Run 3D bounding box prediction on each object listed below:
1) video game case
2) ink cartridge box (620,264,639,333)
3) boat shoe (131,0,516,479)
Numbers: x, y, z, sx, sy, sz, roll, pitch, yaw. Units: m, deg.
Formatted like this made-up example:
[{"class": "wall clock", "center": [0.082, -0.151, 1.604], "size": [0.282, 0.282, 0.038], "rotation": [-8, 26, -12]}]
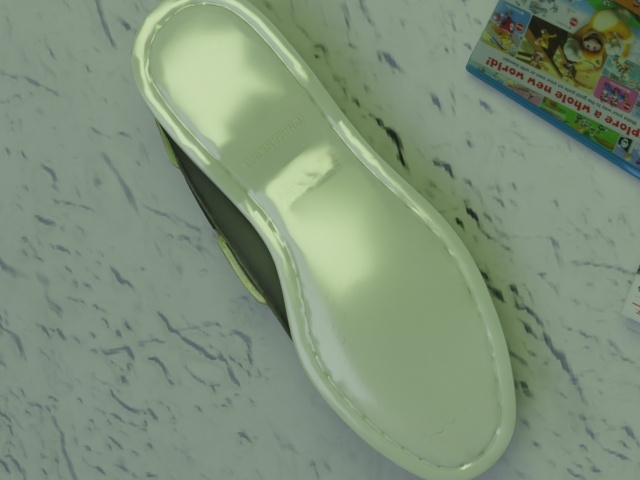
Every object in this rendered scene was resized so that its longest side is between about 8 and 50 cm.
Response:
[{"class": "video game case", "center": [0.158, -0.127, 0.838], "size": [0.119, 0.015, 0.166], "rotation": [34, 119, 15]}, {"class": "ink cartridge box", "center": [0.189, 0.024, 0.863], "size": [0.048, 0.028, 0.083], "rotation": [27, 118, 19]}, {"class": "boat shoe", "center": [0.004, -0.003, 0.921], "size": [0.109, 0.091, 0.305], "rotation": [-35, 90, -4]}]
